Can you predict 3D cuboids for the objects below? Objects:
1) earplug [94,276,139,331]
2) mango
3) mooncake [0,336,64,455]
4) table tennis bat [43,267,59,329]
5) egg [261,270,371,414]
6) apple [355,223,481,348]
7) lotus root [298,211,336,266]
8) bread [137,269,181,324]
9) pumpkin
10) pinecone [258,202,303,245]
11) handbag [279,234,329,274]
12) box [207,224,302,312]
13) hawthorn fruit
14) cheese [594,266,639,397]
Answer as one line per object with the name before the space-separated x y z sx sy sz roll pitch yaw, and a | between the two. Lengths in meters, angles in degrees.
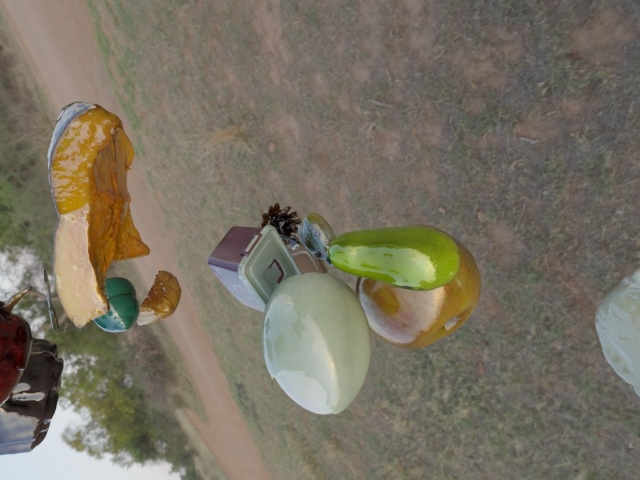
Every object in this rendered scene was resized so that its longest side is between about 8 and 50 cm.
earplug | -0.681 0.218 1.372 0.280 0.163 0.258 39 143 37
mango | 0.164 0.035 0.946 0.175 0.292 0.143 -42 -45 -77
mooncake | -0.958 0.484 1.339 0.381 0.212 0.351 15 90 56
table tennis bat | -0.897 0.200 1.388 0.131 0.022 0.235 42 132 45
egg | -0.010 0.262 1.059 0.278 0.277 0.337 115 153 -56
apple | 0.312 0.148 1.315 0.333 0.400 0.401 33 142 26
lotus root | 0.000 0.000 1.376 0.192 0.088 0.113 56 132 11
bread | -0.658 0.249 1.752 0.133 0.260 0.129 19 134 -2
pumpkin | -0.307 -0.059 0.593 0.258 0.095 0.291 -114 32 -65
pinecone | -0.194 -0.075 2.167 0.201 0.228 0.203 47 119 28
handbag | -0.130 0.114 1.717 0.149 0.301 0.284 -29 -79 -79
box | -0.198 0.092 1.298 0.167 0.193 0.294 11 144 33
hawthorn fruit | -0.667 0.191 0.800 0.210 0.266 0.230 -2 142 51
cheese | 0.764 0.213 0.900 0.318 0.115 0.327 179 85 -71
